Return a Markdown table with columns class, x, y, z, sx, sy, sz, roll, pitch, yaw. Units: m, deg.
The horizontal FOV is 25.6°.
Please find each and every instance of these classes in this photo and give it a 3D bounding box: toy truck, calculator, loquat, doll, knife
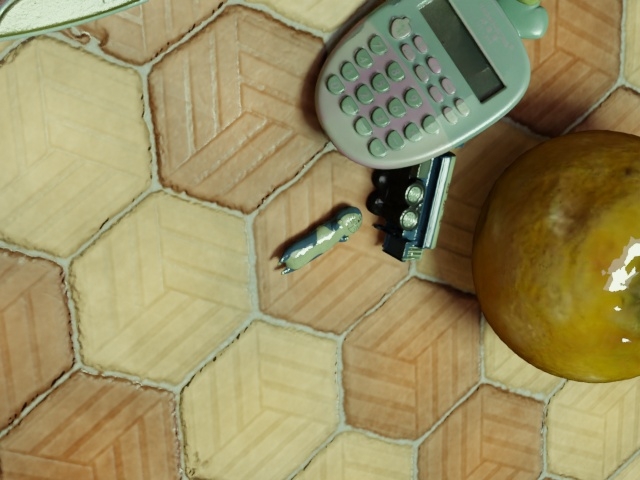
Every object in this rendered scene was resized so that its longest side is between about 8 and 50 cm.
| class | x | y | z | sx | sy | sz | roll | pitch | yaw |
| --- | --- | --- | --- | --- | --- | --- | --- | --- | --- |
| toy truck | 0.120 | -0.074 | 1.700 | 0.088 | 0.074 | 0.202 | 1 | 108 | -34 |
| calculator | 0.131 | -0.200 | 1.617 | 0.299 | 0.041 | 0.185 | -35 | 91 | -6 |
| loquat | 0.345 | 0.021 | 1.747 | 0.328 | 0.328 | 0.328 | -14 | 116 | -29 |
| doll | 0.000 | 0.000 | 1.681 | 0.125 | 0.027 | 0.037 | -36 | 133 | -17 |
| knife | -0.191 | -0.268 | 1.440 | 0.343 | 0.027 | 0.061 | -24 | 125 | -24 |

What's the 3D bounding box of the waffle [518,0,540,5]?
| class | x | y | z | sx | sy | sz | roll | pitch | yaw |
| --- | --- | --- | --- | --- | --- | --- | --- | --- | --- |
| waffle | 0.234 | -0.440 | 1.567 | 0.317 | 0.073 | 0.297 | 56 | 51 | -31 |
